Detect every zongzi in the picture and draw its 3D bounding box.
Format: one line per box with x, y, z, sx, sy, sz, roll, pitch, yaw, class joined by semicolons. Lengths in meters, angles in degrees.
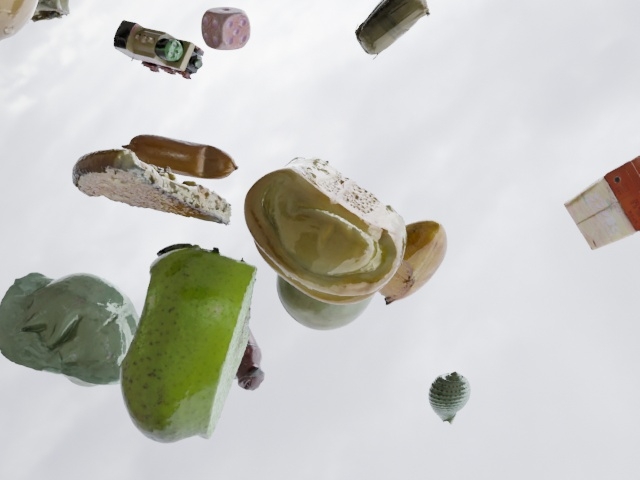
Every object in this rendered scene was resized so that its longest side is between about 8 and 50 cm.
0.163;-0.549;2.207;0.194;0.099;0.197;-38;-154;10;zongzi

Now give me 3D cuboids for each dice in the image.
-0.230;-0.517;2.210;0.093;0.094;0.091;29;-54;43;dice

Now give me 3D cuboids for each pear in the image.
-0.199;0.163;1.304;0.292;0.159;0.292;14;90;-90;pear

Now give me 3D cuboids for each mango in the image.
0.197;0.036;2.038;0.252;0.154;0.126;126;-28;-43;mango

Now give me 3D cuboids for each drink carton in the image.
0.446;-0.051;1.368;0.071;0.096;0.223;-29;173;-3;drink carton

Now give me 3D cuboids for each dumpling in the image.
-0.510;0.207;1.912;0.320;0.212;0.270;1;-132;27;dumpling

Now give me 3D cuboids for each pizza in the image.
-0.186;-0.064;1.050;0.185;0.195;0.052;-4;-111;60;pizza

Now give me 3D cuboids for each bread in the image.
0.000;0.000;1.700;0.211;0.315;0.270;-58;179;21;bread

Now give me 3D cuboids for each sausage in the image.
-0.219;-0.129;1.415;0.054;0.183;0.062;123;-27;-68;sausage

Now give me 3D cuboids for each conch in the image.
0.198;0.245;1.439;0.076;0.056;0.085;28;-86;56;conch

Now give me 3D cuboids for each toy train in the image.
-0.227;-0.269;1.280;0.138;0.087;0.050;20;-93;39;toy train

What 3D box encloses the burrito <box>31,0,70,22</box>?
-0.602;-0.626;1.887;0.190;0.135;0.332;7;-85;27;burrito

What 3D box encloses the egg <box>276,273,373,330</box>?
0.026;0.051;1.961;0.218;0.218;0.295;5;-110;58;egg

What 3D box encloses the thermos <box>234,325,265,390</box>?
-0.242;0.277;2.438;0.136;0.109;0.330;-45;-132;16;thermos

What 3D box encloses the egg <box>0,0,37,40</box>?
-0.479;-0.367;1.217;0.244;0.201;0.201;-37;-149;59;egg
